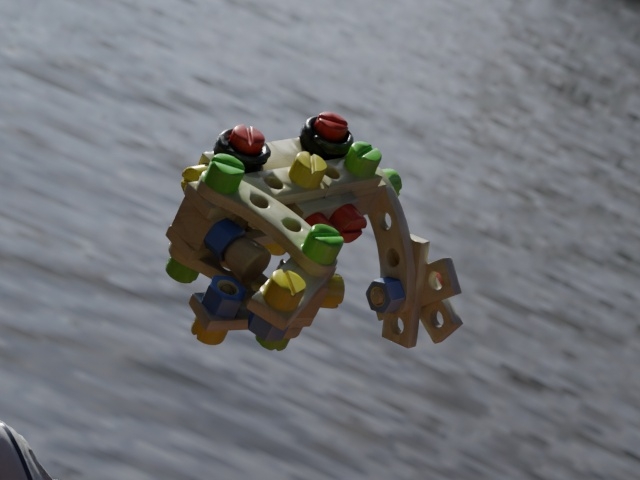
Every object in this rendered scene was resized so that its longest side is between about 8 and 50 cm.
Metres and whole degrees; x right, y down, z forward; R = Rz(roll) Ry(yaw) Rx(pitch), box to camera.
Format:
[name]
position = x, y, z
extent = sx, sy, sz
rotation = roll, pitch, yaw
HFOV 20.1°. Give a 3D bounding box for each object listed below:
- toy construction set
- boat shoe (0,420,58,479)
[toy construction set]
position = 0.000, 0.000, 1.536
extent = 0.215, 0.151, 0.328
rotation = 46, 23, 29
[boat shoe]
position = -0.242, 0.329, 1.905
extent = 0.156, 0.367, 0.136
rotation = -29, 15, -24
